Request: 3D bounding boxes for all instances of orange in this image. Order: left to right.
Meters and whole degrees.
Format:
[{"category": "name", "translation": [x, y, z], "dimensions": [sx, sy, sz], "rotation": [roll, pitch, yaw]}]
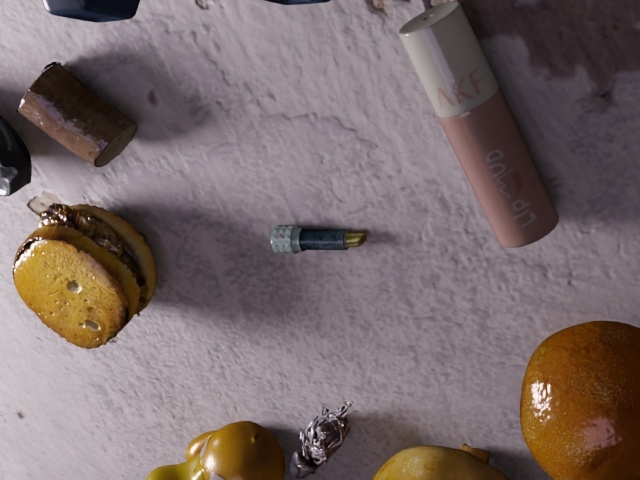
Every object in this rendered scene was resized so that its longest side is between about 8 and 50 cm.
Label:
[{"category": "orange", "translation": [0.313, 0.183, 1.173], "dimensions": [0.206, 0.206, 0.206], "rotation": [13, 127, 18]}]

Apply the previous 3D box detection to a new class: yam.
[{"category": "yam", "translation": [-0.295, -0.149, 1.324], "dimensions": [0.127, 0.084, 0.084], "rotation": [39, 131, 1]}]

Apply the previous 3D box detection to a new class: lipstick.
[{"category": "lipstick", "translation": [0.000, 0.000, 1.307], "dimensions": [0.116, 0.037, 0.037], "rotation": [2, 122, 21]}, {"category": "lipstick", "translation": [0.164, -0.115, 1.118], "dimensions": [0.070, 0.070, 0.254], "rotation": [-15, 114, 34]}]

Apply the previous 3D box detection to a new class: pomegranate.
[{"category": "pomegranate", "translation": [0.153, 0.368, 1.361], "dimensions": [0.233, 0.233, 0.233], "rotation": [13, 127, 18]}]

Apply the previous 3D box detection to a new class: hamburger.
[{"category": "hamburger", "translation": [-0.307, 0.034, 1.431], "dimensions": [0.181, 0.118, 0.191], "rotation": [-16, 117, 31]}]

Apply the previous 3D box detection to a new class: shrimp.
[{"category": "shrimp", "translation": [0.004, 0.262, 1.463], "dimensions": [0.056, 0.065, 0.165], "rotation": [45, 135, 24]}]

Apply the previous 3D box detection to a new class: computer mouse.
[{"category": "computer mouse", "translation": [-0.459, -0.134, 1.425], "dimensions": [0.231, 0.071, 0.126], "rotation": [20, 144, 26]}]

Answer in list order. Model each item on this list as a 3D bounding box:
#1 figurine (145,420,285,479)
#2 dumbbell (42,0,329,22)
[{"category": "figurine", "translation": [-0.136, 0.368, 1.554], "dimensions": [0.215, 0.215, 0.228], "rotation": [10, 140, 21]}, {"category": "dumbbell", "translation": [-0.135, -0.302, 1.094], "dimensions": [0.324, 0.160, 0.144], "rotation": [1, 153, 28]}]
